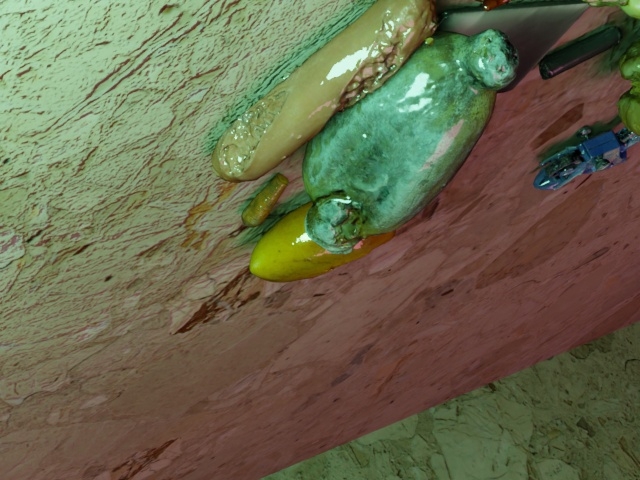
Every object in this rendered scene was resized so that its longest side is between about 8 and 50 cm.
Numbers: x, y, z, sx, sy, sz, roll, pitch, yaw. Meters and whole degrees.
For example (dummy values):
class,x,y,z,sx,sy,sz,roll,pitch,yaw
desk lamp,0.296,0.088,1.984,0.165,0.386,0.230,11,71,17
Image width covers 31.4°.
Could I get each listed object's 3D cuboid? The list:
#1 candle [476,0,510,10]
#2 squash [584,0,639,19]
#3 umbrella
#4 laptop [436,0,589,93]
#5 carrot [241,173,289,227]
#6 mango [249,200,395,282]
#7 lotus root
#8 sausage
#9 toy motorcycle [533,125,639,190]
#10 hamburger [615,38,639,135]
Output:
class,x,y,z,sx,sy,sz,roll,pitch,yaw
candle,0.243,-0.317,1.255,0.302,0.084,0.059,-24,-168,-34
squash,0.454,-0.320,1.439,0.288,0.137,0.137,-9,152,-40
umbrella,0.362,-0.262,1.587,0.133,0.031,0.036,-26,-174,-10
laptop,0.205,-0.238,1.454,0.269,0.015,0.187,-13,155,-38
carrot,-0.074,-0.051,1.509,0.032,0.032,0.093,-6,147,-47
mango,-0.003,-0.006,1.618,0.217,0.102,0.141,-25,-176,-3
lotus root,0.099,-0.133,1.346,0.175,0.175,0.349,-5,147,-49
sausage,-0.003,-0.164,1.262,0.327,0.079,0.087,-38,-176,21
toy motorcycle,0.466,-0.147,1.956,0.205,0.076,0.114,-24,166,-13
hamburger,0.580,-0.233,1.616,0.319,0.158,0.318,-14,-164,4
